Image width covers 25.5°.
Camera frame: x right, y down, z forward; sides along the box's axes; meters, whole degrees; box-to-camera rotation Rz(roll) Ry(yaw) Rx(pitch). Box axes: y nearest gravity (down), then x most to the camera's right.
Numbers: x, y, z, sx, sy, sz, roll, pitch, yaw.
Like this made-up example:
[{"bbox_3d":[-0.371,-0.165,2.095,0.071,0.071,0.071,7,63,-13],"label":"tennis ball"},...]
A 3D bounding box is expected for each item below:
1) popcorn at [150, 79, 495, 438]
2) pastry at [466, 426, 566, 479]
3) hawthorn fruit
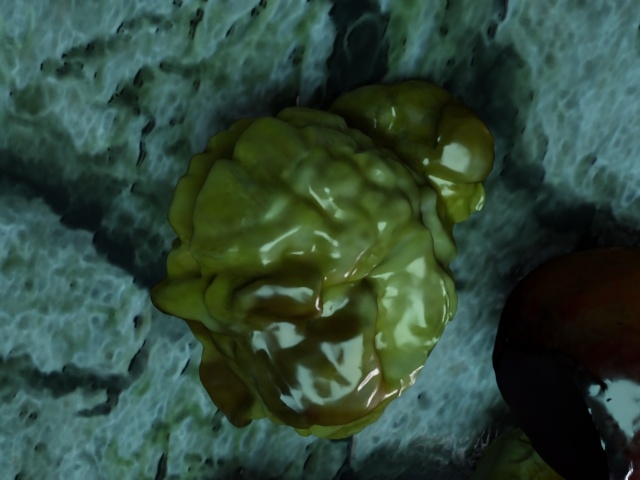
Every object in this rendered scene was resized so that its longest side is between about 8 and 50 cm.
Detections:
[{"bbox_3d":[0.000,0.000,1.172,0.265,0.225,0.332,38,87,-33],"label":"popcorn"},{"bbox_3d":[0.244,0.287,1.321,0.235,0.257,0.121,5,146,-21],"label":"pastry"},{"bbox_3d":[0.277,0.099,1.242,0.249,0.215,0.215,-21,117,-5],"label":"hawthorn fruit"}]
